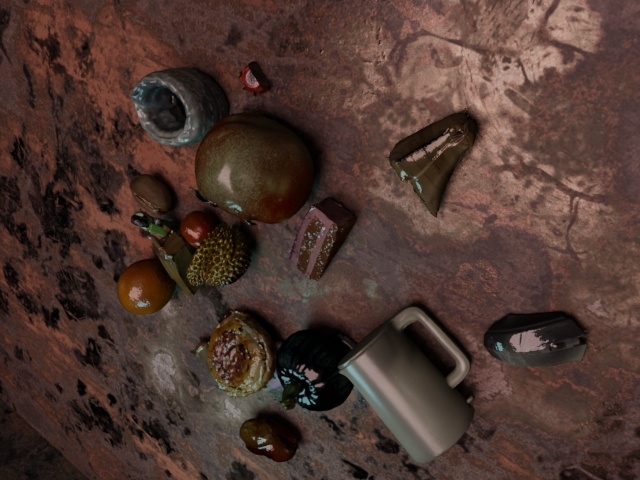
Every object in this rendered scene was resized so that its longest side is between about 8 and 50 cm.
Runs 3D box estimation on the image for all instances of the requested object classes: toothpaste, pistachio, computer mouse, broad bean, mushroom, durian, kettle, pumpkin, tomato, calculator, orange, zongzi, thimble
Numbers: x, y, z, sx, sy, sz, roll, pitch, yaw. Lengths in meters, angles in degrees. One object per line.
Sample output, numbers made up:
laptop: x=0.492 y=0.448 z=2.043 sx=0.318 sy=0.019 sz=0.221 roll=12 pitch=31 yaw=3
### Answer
toothpaste: x=0.117 y=0.329 z=1.420 sx=0.169 sy=0.028 sz=0.045 roll=39 pitch=119 yaw=10
pistachio: x=-0.543 y=-0.146 z=1.578 sx=0.149 sy=0.113 sz=0.113 roll=42 pitch=127 yaw=12
computer mouse: x=0.486 y=0.236 z=1.115 sx=0.231 sy=0.071 sz=0.126 roll=-10 pitch=105 yaw=35
broad bean: x=-0.185 y=0.697 z=1.719 sx=0.228 sy=0.122 sz=0.156 roll=3 pitch=138 yaw=38
mushroom: x=-0.362 y=0.455 z=1.750 sx=0.225 sy=0.093 sz=0.116 roll=36 pitch=109 yaw=26
durian: x=-0.297 y=0.072 z=1.468 sx=0.137 sy=0.193 sz=0.237 roll=37 pitch=133 yaw=3
kettle: x=0.233 y=0.365 z=1.255 sx=0.318 sy=0.205 sz=0.265 roll=49 pitch=130 yaw=8
pumpkin: x=-0.037 y=0.393 z=1.411 sx=0.247 sy=0.248 sz=0.248 roll=13 pitch=117 yaw=27
tomato: x=-0.167 y=-0.188 z=1.235 sx=0.303 sy=0.303 sz=0.239 roll=33 pitch=109 yaw=16
calculator: x=-0.157 y=0.422 z=1.626 sx=0.246 sy=0.045 sz=0.141 roll=-35 pitch=90 yaw=39
orange: x=-0.601 y=0.158 z=1.699 sx=0.205 sy=0.206 sz=0.206 roll=13 pitch=117 yaw=27
zongzi: x=0.270 y=-0.160 z=1.066 sx=0.194 sy=0.099 sz=0.197 roll=-26 pitch=106 yaw=38
thimble: x=-0.392 y=-0.365 z=1.343 sx=0.250 sy=0.172 sz=0.205 roll=25 pitch=124 yaw=19

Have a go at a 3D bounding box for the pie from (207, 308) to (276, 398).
pie: x=-0.258 y=0.373 z=1.594 sx=0.308 sy=0.085 sz=0.309 roll=1 pitch=91 yaw=38

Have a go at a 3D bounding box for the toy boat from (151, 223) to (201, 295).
toy boat: x=-0.460 y=0.067 z=1.570 sx=0.115 sy=0.089 sz=0.310 roll=27 pitch=152 yaw=22

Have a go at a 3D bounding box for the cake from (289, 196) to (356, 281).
cake: x=0.000 y=0.000 z=1.325 sx=0.116 sy=0.112 sz=0.295 roll=43 pitch=140 yaw=12

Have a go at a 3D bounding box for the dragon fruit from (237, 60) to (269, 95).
dragon fruit: x=-0.178 y=-0.411 z=1.258 sx=0.060 sy=0.056 sz=0.083 roll=-27 pitch=97 yaw=37

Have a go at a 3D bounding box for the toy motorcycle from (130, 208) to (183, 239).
toy motorcycle: x=-0.521 y=-0.045 z=1.598 sx=0.190 sy=0.106 sz=0.074 roll=23 pitch=101 yaw=-17

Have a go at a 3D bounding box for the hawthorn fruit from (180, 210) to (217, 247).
hawthorn fruit: x=-0.375 y=-0.031 z=1.520 sx=0.127 sy=0.128 sz=0.128 roll=13 pitch=117 yaw=27
